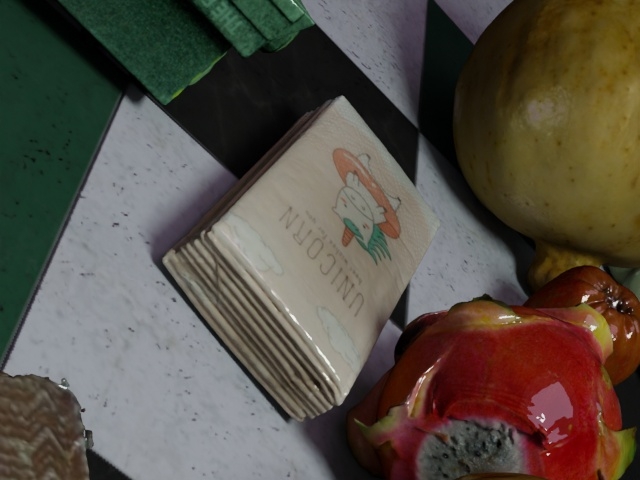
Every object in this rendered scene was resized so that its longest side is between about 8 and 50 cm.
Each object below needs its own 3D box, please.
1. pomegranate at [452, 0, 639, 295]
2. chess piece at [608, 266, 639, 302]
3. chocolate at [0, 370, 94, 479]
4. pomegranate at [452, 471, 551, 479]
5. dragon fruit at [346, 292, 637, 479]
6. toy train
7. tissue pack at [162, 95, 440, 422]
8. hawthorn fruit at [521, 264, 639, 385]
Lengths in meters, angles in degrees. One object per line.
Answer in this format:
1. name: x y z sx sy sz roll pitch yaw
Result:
1. pomegranate: 0.332 -0.118 1.411 0.410 0.410 0.410 38 33 -31
2. chess piece: 0.458 0.084 1.620 0.133 0.133 0.243 27 33 -42
3. chocolate: -0.180 0.155 0.567 0.148 0.093 0.214 26 40 -41
4. pomegranate: 0.104 0.283 0.745 0.252 0.229 0.270 6 67 -65
5. dragon fruit: 0.138 0.150 0.962 0.224 0.224 0.227 60 26 6
6. toy train: -0.158 -0.247 0.934 0.330 0.178 0.138 45 11 -28
7. tissue pack: 0.000 0.000 1.030 0.170 0.071 0.325 54 28 -9
8. hawthorn fruit: 0.269 0.100 1.284 0.133 0.138 0.133 24 42 -24
